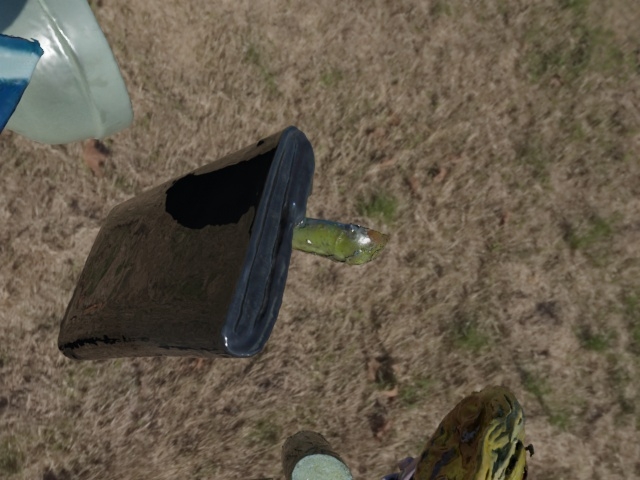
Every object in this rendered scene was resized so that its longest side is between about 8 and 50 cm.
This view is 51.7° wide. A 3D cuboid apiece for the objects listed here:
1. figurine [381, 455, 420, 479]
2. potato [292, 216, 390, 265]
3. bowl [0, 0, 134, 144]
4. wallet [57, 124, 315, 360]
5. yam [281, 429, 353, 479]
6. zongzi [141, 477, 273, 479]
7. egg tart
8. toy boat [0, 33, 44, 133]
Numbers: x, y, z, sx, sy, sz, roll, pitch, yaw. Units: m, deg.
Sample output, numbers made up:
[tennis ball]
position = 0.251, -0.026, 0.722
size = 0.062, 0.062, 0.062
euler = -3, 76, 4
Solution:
[figurine]
position = 0.249, 0.531, 1.240
size = 0.176, 0.186, 0.288
euler = -16, 66, -20
[potato]
position = 0.000, 0.000, 0.965
size = 0.197, 0.119, 0.054
euler = 12, 84, 8
[bowl]
position = -0.386, -0.255, 0.852
size = 0.163, 0.307, 0.307
euler = -32, 83, -22
[wallet]
position = -0.168, 0.024, 0.740
size = 0.062, 0.406, 0.229
euler = 31, 63, -33
[yam]
position = -0.021, 0.564, 1.648
size = 0.153, 0.254, 0.154
euler = -1, 95, -13
[zongzi]
position = -0.153, 0.399, 0.856
size = 0.184, 0.084, 0.187
euler = -2, 106, -18
[egg tart]
position = 0.232, 0.332, 0.987
size = 0.106, 0.241, 0.241
euler = 36, 57, -7
[toy boat]
position = -0.286, -0.056, 0.395
size = 0.096, 0.299, 0.062
euler = 48, 35, -54
